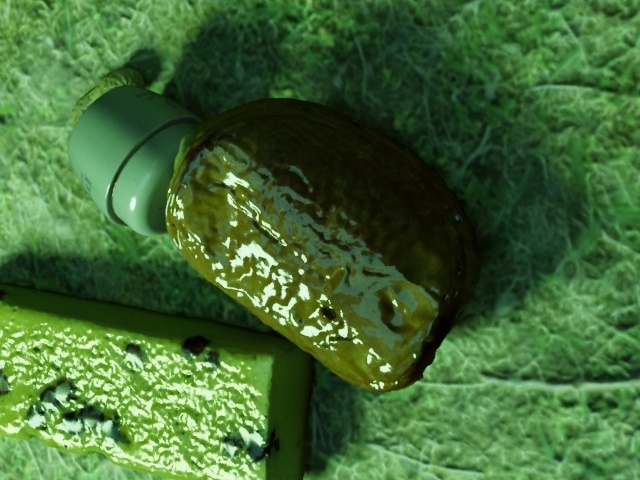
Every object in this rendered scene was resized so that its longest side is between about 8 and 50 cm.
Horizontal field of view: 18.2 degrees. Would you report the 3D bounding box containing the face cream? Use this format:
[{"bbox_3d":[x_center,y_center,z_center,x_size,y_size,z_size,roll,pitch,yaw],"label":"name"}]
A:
[{"bbox_3d":[-0.152,-0.070,1.723,0.104,0.117,0.117,41,116,24],"label":"face cream"}]

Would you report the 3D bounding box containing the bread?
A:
[{"bbox_3d":[-0.182,0.131,1.797,0.361,0.077,0.138,9,102,27],"label":"bread"}]

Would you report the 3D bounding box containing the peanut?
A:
[{"bbox_3d":[-0.191,-0.125,1.780,0.083,0.037,0.037,-40,79,27],"label":"peanut"}]

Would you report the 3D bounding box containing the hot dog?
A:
[{"bbox_3d":[0.000,0.000,1.650,0.272,0.122,0.196,33,110,12],"label":"hot dog"}]
